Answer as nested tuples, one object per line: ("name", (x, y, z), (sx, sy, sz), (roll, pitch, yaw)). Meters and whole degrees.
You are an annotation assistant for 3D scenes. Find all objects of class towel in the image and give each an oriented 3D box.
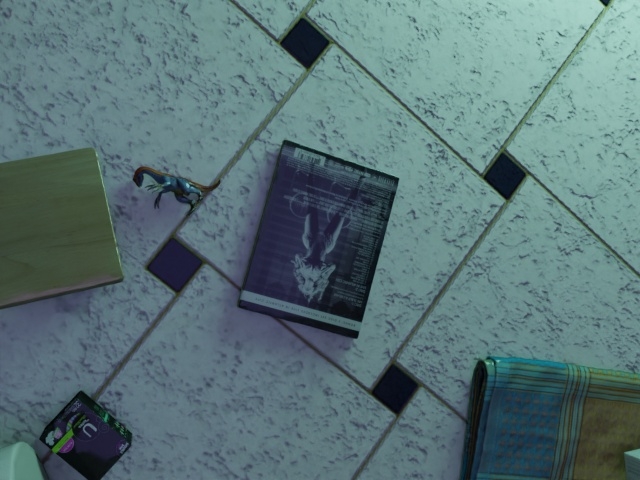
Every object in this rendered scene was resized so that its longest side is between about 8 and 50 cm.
("towel", (0.371, 0.312, 0.986), (0.369, 0.040, 0.272), (9, 87, -15))

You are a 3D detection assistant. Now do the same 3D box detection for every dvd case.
("dvd case", (0.000, 0.000, 0.906), (0.164, 0.018, 0.222), (17, 84, -15))

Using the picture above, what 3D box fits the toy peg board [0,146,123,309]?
("toy peg board", (-0.320, -0.005, 0.802), (0.161, 0.079, 0.161), (-13, 76, -15))

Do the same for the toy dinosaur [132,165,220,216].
("toy dinosaur", (-0.184, -0.067, 0.860), (0.082, 0.047, 0.090), (43, 45, -1))

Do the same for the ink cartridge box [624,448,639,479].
("ink cartridge box", (0.475, 0.381, 0.942), (0.061, 0.104, 0.182), (-7, 90, -17))

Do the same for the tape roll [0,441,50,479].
("tape roll", (-0.348, 0.343, 0.687), (0.169, 0.246, 0.246), (-16, 92, -15))

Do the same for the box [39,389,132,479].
("box", (-0.268, 0.226, 0.810), (0.083, 0.052, 0.062), (45, 80, -10))
